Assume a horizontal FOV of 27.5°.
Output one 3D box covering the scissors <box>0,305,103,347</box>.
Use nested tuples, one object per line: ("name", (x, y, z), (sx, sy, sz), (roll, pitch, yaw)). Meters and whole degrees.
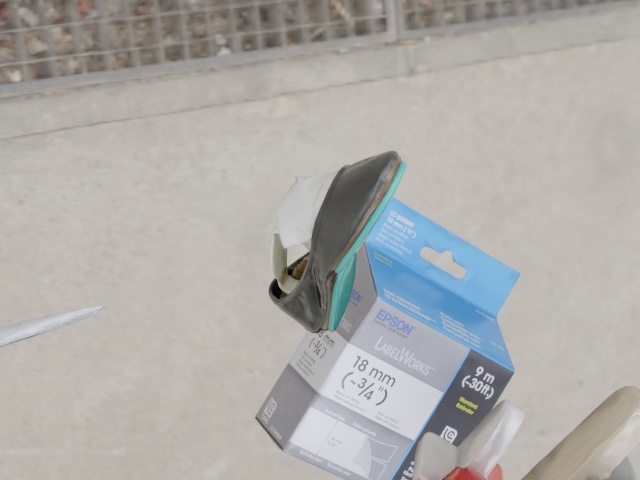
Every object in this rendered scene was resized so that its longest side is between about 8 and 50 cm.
("scissors", (-0.401, 0.112, 1.494), (0.297, 0.021, 0.109), (-31, 70, -8))

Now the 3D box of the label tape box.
("label tape box", (0.110, 0.149, 1.655), (0.241, 0.106, 0.333), (29, 94, -28))

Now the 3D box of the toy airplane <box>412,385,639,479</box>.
("toy airplane", (0.139, 0.319, 1.188), (0.272, 0.386, 0.384), (42, 71, 12))

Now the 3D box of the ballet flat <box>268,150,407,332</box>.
("ballet flat", (0.000, 0.000, 1.250), (0.096, 0.280, 0.095), (26, 53, 4))
